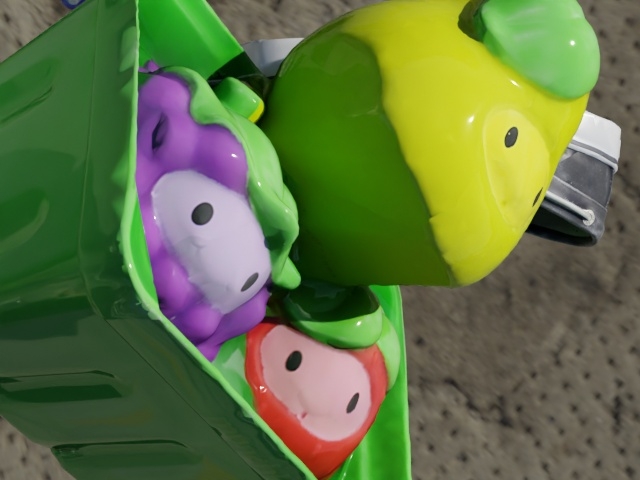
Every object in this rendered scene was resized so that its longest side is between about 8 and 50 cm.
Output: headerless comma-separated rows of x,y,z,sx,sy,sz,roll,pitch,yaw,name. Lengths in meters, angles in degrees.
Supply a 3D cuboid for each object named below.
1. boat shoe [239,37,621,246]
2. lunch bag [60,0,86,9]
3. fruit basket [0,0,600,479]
0.073,-0.059,1.132,0.301,0.108,0.102,14,78,-30,boat shoe
-0.198,-0.283,1.640,0.151,0.096,0.129,33,138,-24,lunch bag
0.000,0.000,0.976,0.392,0.283,0.392,-1,143,0,fruit basket
